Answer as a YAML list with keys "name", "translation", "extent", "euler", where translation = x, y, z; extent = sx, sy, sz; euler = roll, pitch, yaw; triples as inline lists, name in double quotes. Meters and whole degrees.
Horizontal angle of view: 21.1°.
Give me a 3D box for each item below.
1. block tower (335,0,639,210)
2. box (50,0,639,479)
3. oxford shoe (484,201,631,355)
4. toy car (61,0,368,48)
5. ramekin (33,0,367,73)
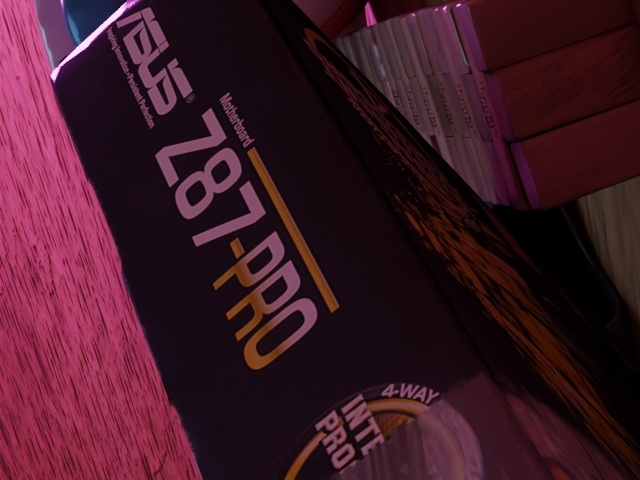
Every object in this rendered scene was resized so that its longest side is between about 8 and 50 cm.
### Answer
- name: "block tower"
  translation: [0.086, -0.075, 0.813]
  extent: [0.335, 0.097, 0.091]
  euler: [-166, 57, -79]
- name: "box"
  translation: [0.088, 0.104, 0.614]
  extent: [0.395, 0.097, 0.318]
  euler: [43, -166, -38]
- name: "oxford shoe"
  translation: [0.126, 0.087, 0.916]
  extent: [0.098, 0.097, 0.271]
  euler: [121, 130, -71]
- name: "toy car"
  translation: [-0.011, -0.202, 0.984]
  extent: [0.238, 0.219, 0.210]
  euler: [-2, -104, -67]
- name: "ramekin"
  translation: [-0.069, -0.160, 1.169]
  extent: [0.277, 0.135, 0.277]
  euler: [-12, -90, -69]
